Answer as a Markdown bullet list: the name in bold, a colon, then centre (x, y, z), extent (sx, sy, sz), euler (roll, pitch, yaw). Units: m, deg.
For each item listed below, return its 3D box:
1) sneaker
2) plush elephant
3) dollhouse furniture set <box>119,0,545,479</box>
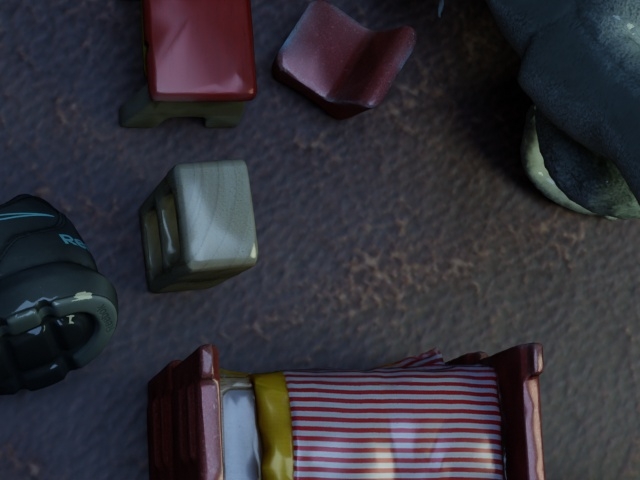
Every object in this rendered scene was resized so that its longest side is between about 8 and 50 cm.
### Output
- **sneaker**: centre (-0.249, 0.055, 0.837), extent (0.267, 0.101, 0.106), euler (-19, 56, -12)
- **plush elephant**: centre (0.223, -0.139, 0.920), extent (0.255, 0.330, 0.272), euler (13, 96, -43)
- **dollhouse furniture set**: centre (0.000, 0.000, 0.877), extent (0.201, 0.152, 0.374), euler (-2, 81, -18)
